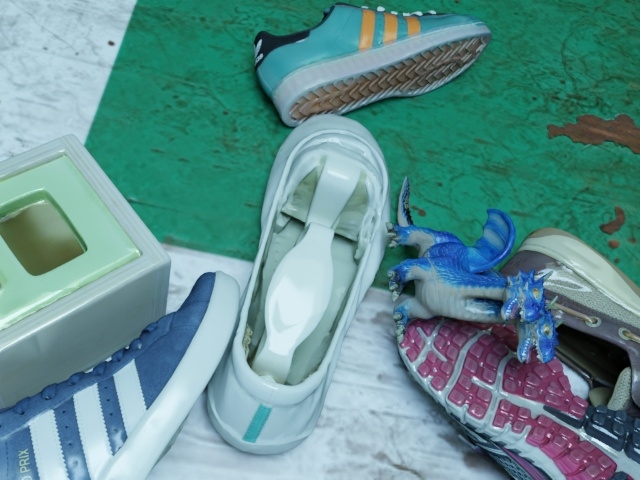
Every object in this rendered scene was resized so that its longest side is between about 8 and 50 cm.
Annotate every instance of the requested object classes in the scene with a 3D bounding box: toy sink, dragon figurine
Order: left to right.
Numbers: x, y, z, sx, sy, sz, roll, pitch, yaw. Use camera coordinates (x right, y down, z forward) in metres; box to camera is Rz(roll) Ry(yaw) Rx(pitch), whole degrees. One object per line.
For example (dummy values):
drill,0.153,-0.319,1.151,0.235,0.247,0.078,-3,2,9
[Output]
toy sink,-0.261,0.041,0.589,0.234,0.131,0.152,-30,70,-29
dragon figurine,0.137,0.022,0.691,0.144,0.085,0.289,-6,24,8

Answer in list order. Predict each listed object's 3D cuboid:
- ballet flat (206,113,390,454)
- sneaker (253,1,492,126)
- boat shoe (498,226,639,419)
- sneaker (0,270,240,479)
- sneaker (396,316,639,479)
ballet flat,0.000,0.000,0.691,0.139,0.139,0.400,19,55,-3
sneaker,0.064,-0.234,0.871,0.302,0.108,0.121,-20,70,-24
boat shoe,0.306,0.133,0.708,0.342,0.123,0.123,42,65,16
sneaker,-0.188,0.140,0.547,0.148,0.131,0.350,30,56,-1
sneaker,0.183,0.176,0.652,0.121,0.112,0.299,-30,57,-35
